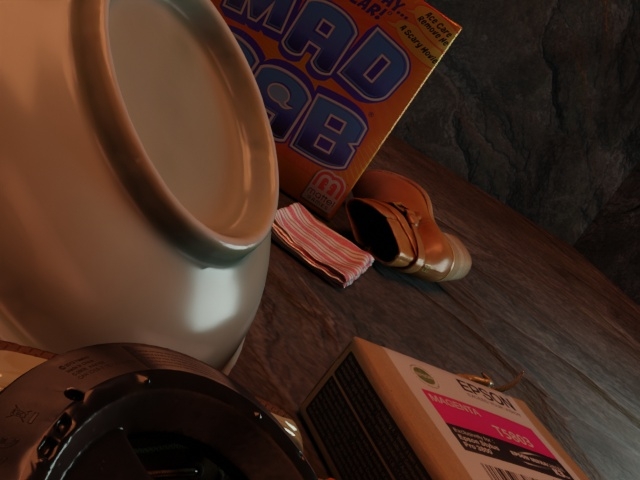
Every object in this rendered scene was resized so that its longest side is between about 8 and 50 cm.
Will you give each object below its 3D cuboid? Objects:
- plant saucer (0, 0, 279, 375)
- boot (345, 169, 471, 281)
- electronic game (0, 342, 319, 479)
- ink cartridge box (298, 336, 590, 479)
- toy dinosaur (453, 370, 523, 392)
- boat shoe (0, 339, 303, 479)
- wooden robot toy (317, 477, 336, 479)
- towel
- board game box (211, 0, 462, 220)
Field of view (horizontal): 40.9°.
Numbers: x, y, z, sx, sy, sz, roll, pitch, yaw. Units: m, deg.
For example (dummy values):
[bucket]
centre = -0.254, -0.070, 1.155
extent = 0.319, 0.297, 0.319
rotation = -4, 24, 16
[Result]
[plant saucer]
centre = -0.121, -0.080, 0.591
extent = 0.400, 0.100, 0.400
rotation = 51, 29, -44
[boot]
centre = 0.097, -0.035, 1.383
extent = 0.220, 0.109, 0.283
rotation = 10, 36, -51
[electronic game]
centre = -0.062, 0.151, 0.368
extent = 0.229, 0.048, 0.229
rotation = 34, 39, -33
[ink cartridge box]
centre = 0.122, 0.194, 0.698
extent = 0.234, 0.088, 0.193
rotation = 24, 19, -35
[toy dinosaur]
centre = 0.134, 0.152, 0.862
extent = 0.183, 0.053, 0.092
rotation = 1, -15, 41
[boat shoe]
centre = -0.103, 0.129, 0.450
extent = 0.257, 0.095, 0.095
rotation = 23, 48, -45
[wooden robot toy]
centre = -0.003, 0.174, 0.500
extent = 0.076, 0.079, 0.173
rotation = 40, 16, 19
[towel]
centre = 0.000, 0.000, 1.160
extent = 0.144, 0.029, 0.197
rotation = 37, 15, 7
[board game box]
centre = -0.026, -0.310, 1.434
extent = 0.356, 0.356, 0.356
rotation = 33, 16, -6
